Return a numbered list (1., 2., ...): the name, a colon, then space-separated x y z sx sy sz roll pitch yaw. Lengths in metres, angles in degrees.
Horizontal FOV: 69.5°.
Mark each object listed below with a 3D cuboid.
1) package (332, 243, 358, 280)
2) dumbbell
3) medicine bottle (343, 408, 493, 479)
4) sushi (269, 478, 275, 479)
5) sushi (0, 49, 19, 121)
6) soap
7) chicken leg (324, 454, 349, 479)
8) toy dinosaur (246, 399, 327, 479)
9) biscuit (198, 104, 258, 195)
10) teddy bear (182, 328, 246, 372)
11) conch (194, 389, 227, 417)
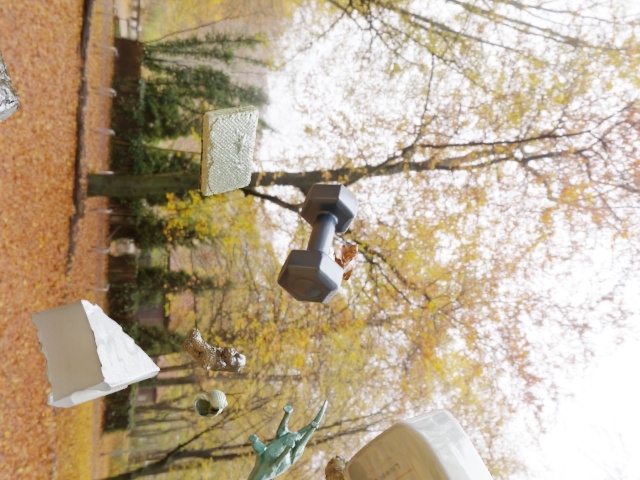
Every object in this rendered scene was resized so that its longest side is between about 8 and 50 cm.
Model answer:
1. package: 0.065 0.063 1.304 0.033 0.077 0.111 -105 -155 -67
2. dumbbell: 0.000 0.000 1.187 0.144 0.159 0.325 76 22 -44
3. medicine bottle: 0.136 0.329 0.437 0.161 0.111 0.296 -58 -132 38
4. sushi: -0.082 0.381 0.500 0.126 0.225 0.136 46 -61 11
5. sushi: -0.707 -0.233 0.764 0.211 0.350 0.171 37 -31 66
6. soap: -0.611 0.294 1.274 0.302 0.158 0.258 55 11 -79
7. chicken leg: 0.065 0.560 1.057 0.085 0.069 0.198 52 -13 -16
8. toy dinosaur: -0.136 0.693 1.420 0.129 0.383 0.331 29 -67 32
9. biscuit: -0.200 -0.191 1.001 0.040 0.121 0.199 45 -41 31
10. teddy bear: -0.261 0.287 1.127 0.119 0.160 0.078 -51 -162 43
11. conch: -0.297 0.448 1.262 0.057 0.085 0.076 55 44 -57
